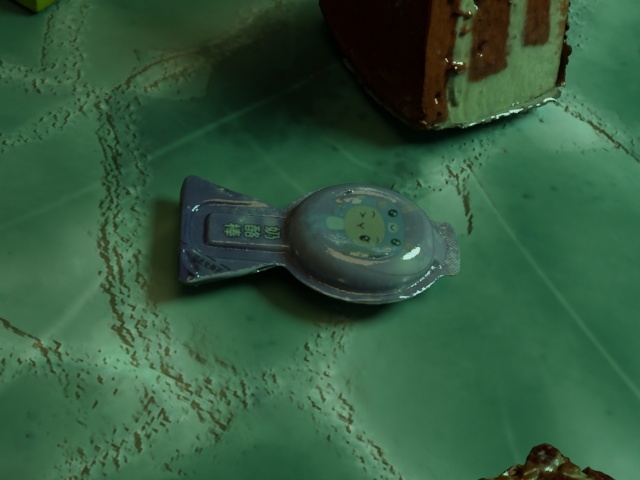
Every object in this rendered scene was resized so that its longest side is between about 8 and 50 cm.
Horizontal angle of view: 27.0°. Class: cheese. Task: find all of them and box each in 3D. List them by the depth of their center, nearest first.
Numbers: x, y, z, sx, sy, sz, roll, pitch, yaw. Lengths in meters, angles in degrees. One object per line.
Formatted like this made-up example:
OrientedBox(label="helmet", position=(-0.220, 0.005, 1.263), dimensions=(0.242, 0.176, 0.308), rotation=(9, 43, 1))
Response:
OrientedBox(label="cheese", position=(0.000, 0.000, 0.895), dimensions=(0.191, 0.042, 0.105), rotation=(2, 49, -7))

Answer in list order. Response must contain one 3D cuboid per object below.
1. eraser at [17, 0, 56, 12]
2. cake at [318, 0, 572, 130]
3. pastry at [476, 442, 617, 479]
OrientedBox(label="eraser", position=(-0.239, -0.242, 1.048), dimensions=(0.122, 0.045, 0.097), rotation=(30, 51, 15))
OrientedBox(label="cake", position=(0.100, -0.237, 0.991), dimensions=(0.158, 0.262, 0.160), rotation=(-16, 36, -29))
OrientedBox(label="pastry", position=(0.089, 0.196, 0.717), dimensions=(0.208, 0.097, 0.115), rotation=(-25, 49, -26))
